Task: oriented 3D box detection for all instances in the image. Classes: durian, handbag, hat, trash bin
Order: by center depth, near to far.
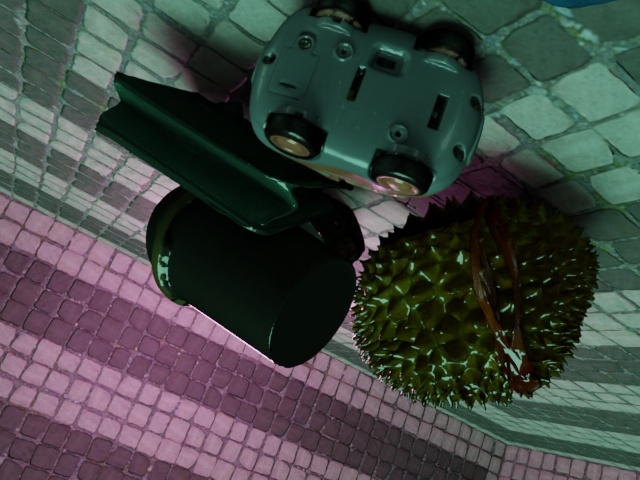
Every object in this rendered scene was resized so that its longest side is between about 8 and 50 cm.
[{"bbox_3d":[-0.131,-0.132,0.853,0.326,0.089,0.238,32,-159,17],"label":"handbag"},{"bbox_3d":[-0.128,0.029,0.883,0.333,0.214,0.214,33,169,33],"label":"trash bin"},{"bbox_3d":[0.223,0.093,0.888,0.347,0.384,0.348,41,-161,-17],"label":"durian"},{"bbox_3d":[0.000,0.000,1.016,0.265,0.128,0.266,38,148,29],"label":"hat"}]

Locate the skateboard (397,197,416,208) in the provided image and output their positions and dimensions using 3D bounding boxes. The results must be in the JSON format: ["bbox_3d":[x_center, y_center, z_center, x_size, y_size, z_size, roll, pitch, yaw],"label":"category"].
[{"bbox_3d":[0.147,-0.092,0.887,0.032,0.083,0.064,25,160,26],"label":"skateboard"}]

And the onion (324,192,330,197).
[{"bbox_3d":[-0.073,0.000,1.184,0.271,0.195,0.272,4,152,2],"label":"onion"}]

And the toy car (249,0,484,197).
[{"bbox_3d":[0.054,-0.149,0.726,0.270,0.181,0.212,20,170,4],"label":"toy car"}]

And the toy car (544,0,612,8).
[{"bbox_3d":[0.135,-0.253,0.378,0.314,0.166,0.198,26,164,-11],"label":"toy car"}]
